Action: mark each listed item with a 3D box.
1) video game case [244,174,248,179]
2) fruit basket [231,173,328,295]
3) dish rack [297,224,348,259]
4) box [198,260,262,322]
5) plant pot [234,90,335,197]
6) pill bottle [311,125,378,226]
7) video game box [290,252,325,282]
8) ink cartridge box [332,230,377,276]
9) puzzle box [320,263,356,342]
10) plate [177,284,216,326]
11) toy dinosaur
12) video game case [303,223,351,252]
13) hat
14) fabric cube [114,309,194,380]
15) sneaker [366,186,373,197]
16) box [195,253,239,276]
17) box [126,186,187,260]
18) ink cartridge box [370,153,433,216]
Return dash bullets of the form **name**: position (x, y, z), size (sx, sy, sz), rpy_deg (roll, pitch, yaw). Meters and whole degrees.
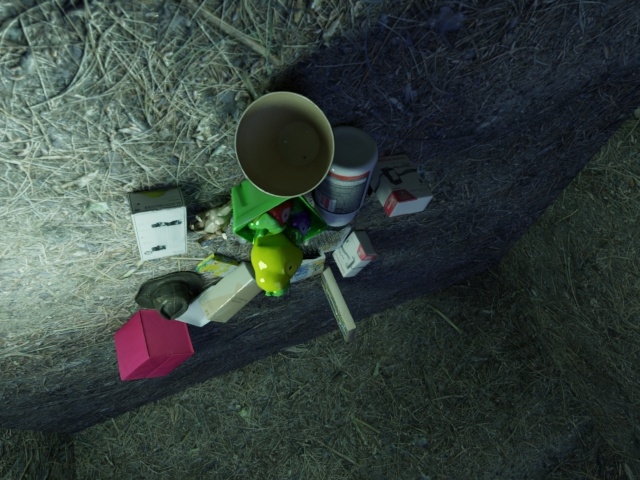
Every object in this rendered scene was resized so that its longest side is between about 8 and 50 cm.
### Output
- **video game case**: position (-0.157, -0.220, 1.464), size (0.210, 0.042, 0.232), rpy_deg (-20, 154, -7)
- **fruit basket**: position (-0.129, -0.014, 1.395), size (0.282, 0.392, 0.392), rpy_deg (-28, 154, 9)
- **dish rack**: position (0.000, 0.000, 1.872), size (0.271, 0.074, 0.208), rpy_deg (-33, 162, 31)
- **box**: position (-0.421, 0.251, 1.981), size (0.311, 0.121, 0.148), rpy_deg (-42, 150, 12)
- **plant pot**: position (-0.083, -0.282, 1.204), size (0.284, 0.284, 0.191), rpy_deg (-33, -174, 18)
- **pill bottle**: position (0.074, -0.215, 1.476), size (0.210, 0.210, 0.363), rpy_deg (-17, 153, -15)
- **video game box**: position (-0.079, 0.149, 2.220), size (0.205, 0.048, 0.187), rpy_deg (-17, 156, -13)
- **ink cartridge box**: position (0.177, 0.073, 2.162), size (0.092, 0.159, 0.218), rpy_deg (-4, 147, -38)
- **puzzle box**: position (0.097, 0.368, 2.368), size (0.052, 0.409, 0.272), rpy_deg (-19, 153, -9)
- **plate**: position (-0.586, 0.332, 2.104), size (0.278, 0.045, 0.277), rpy_deg (-35, 153, 2)
- **toy dinosaur**: position (-0.365, -0.077, 1.489), size (0.295, 0.127, 0.200), rpy_deg (-25, -165, 40)
- **video game case**: position (0.025, 0.003, 2.056), size (0.226, 0.026, 0.206), rpy_deg (-11, 151, -24)
- **hat**: position (-0.679, 0.280, 1.867), size (0.331, 0.134, 0.331), rpy_deg (-20, 154, -10)
- **fabric cube**: position (-0.835, 0.518, 2.046), size (0.258, 0.254, 0.259), rpy_deg (-40, 150, 26)
- **sneaker**: position (0.171, -0.207, 1.724), size (0.178, 0.077, 0.072), rpy_deg (-34, 151, 20)
- **box**: position (-0.466, 0.112, 1.831), size (0.105, 0.043, 0.179), rpy_deg (-33, 155, 19)
- **box**: position (-0.551, -0.052, 1.400), size (0.169, 0.087, 0.290), rpy_deg (-12, 152, -22)
- **ink cartridge box**: position (0.307, -0.224, 1.626), size (0.171, 0.237, 0.100), rpy_deg (-12, 149, -23)
